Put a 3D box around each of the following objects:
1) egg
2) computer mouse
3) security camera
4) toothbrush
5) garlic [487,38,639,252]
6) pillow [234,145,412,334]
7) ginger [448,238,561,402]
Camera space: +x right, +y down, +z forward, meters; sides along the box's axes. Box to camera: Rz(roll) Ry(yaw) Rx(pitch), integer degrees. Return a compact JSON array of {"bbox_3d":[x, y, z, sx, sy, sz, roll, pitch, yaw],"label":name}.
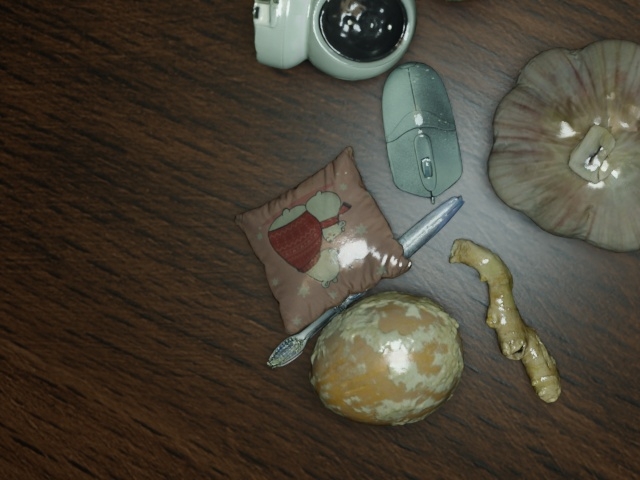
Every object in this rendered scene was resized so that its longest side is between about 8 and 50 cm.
[{"bbox_3d":[0.100,0.182,1.283,0.245,0.203,0.203,-22,90,9],"label":"egg"},{"bbox_3d":[0.155,-0.168,1.325,0.113,0.068,0.229,-11,91,10],"label":"computer mouse"},{"bbox_3d":[0.027,-0.340,1.279,0.236,0.194,0.194,11,94,2],"label":"security camera"},{"bbox_3d":[0.071,0.068,1.365,0.413,0.042,0.035,-42,87,5],"label":"toothbrush"},{"bbox_3d":[0.403,-0.140,1.226,0.322,0.241,0.322,2,79,-9],"label":"garlic"},{"bbox_3d":[0.000,0.000,1.339,0.236,0.084,0.223,-31,76,7],"label":"pillow"},{"bbox_3d":[0.289,0.121,1.320,0.089,0.075,0.288,-29,86,-33],"label":"ginger"}]
